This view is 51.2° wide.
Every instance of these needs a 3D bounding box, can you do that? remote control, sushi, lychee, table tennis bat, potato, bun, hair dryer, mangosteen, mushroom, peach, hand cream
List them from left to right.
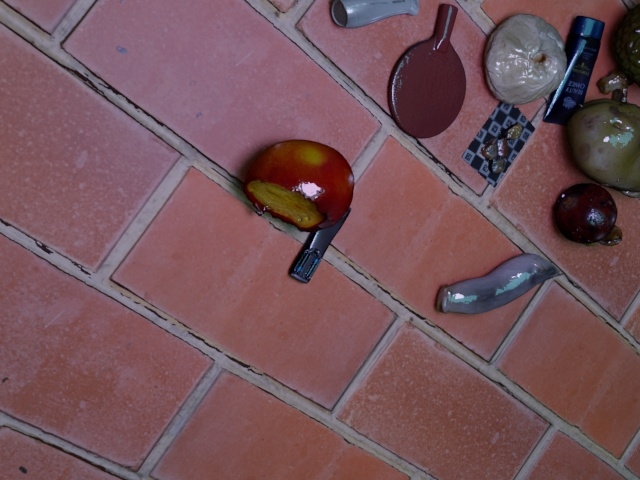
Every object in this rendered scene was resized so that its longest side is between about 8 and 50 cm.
[{"bbox_3d":[-0.047,-0.110,1.408,0.226,0.190,0.195,-14,117,-26],"label":"peach"},{"bbox_3d":[0.000,0.000,1.540,0.059,0.028,0.212,30,89,-25],"label":"remote control"},{"bbox_3d":[0.104,-0.589,1.445,0.207,0.075,0.237,-21,101,-25],"label":"hair dryer"},{"bbox_3d":[0.262,-0.391,1.559,0.201,0.038,0.309,10,98,-25],"label":"table tennis bat"},{"bbox_3d":[0.460,0.117,1.727,0.352,0.097,0.109,-19,108,-15],"label":"mushroom"},{"bbox_3d":[0.460,-0.248,1.678,0.139,0.031,0.201,36,86,-25],"label":"sushi"},{"bbox_3d":[0.496,-0.432,1.595,0.221,0.134,0.220,-6,104,-22],"label":"bun"},{"bbox_3d":[0.652,-0.429,1.713,0.120,0.061,0.270,4,108,-29],"label":"hand cream"},{"bbox_3d":[0.703,-0.059,1.754,0.166,0.166,0.180,-49,118,-6],"label":"mangosteen"},{"bbox_3d":[0.765,-0.229,1.709,0.203,0.218,0.351,-37,129,21],"label":"potato"},{"bbox_3d":[0.861,-0.484,1.671,0.270,0.320,0.269,4,79,-24],"label":"lychee"}]
